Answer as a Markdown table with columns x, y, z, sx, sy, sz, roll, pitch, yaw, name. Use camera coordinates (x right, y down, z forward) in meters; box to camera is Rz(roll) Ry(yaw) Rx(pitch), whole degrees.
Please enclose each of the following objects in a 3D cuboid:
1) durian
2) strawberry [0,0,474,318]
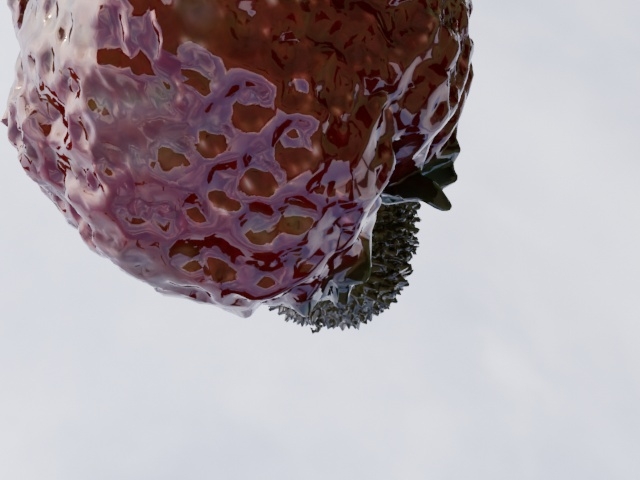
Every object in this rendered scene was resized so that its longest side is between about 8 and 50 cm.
| x | y | z | sx | sy | sz | roll | pitch | yaw | name |
| --- | --- | --- | --- | --- | --- | --- | --- | --- | --- |
| 0.000 | 0.000 | 0.646 | 0.080 | 0.080 | 0.091 | 41 | -143 | 12 | durian |
| -0.026 | -0.056 | 0.396 | 0.148 | 0.131 | 0.131 | 56 | -158 | -33 | strawberry |
